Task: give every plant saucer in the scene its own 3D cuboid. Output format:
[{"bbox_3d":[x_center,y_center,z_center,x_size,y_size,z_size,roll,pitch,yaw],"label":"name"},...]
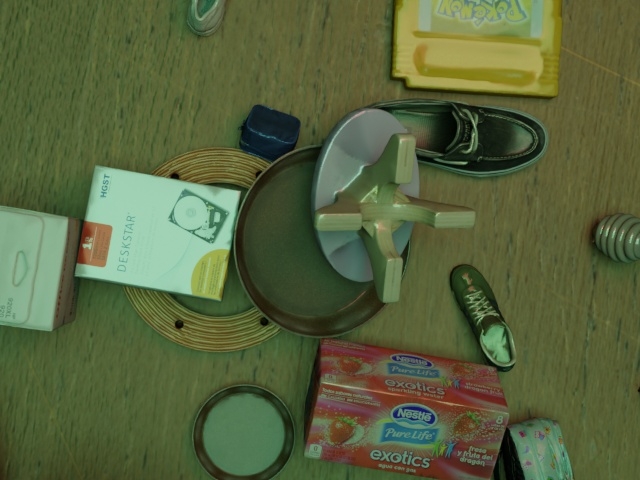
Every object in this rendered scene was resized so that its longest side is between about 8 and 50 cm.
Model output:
[{"bbox_3d":[0.000,0.000,1.828,0.311,0.050,0.310,-2,96,-23],"label":"plant saucer"},{"bbox_3d":[-0.125,0.318,1.859,0.168,0.029,0.168,0,90,-5],"label":"plant saucer"}]

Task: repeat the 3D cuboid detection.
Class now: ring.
[{"bbox_3d":[-0.164,0.015,1.862,0.337,0.032,0.336,0,89,-4],"label":"ring"}]

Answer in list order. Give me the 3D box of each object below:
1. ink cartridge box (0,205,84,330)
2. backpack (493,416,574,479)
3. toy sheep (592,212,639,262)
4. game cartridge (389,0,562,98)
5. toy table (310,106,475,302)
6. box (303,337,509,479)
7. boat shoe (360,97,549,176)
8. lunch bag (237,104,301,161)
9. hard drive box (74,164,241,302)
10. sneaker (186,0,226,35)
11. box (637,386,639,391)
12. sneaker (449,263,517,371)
[{"bbox_3d":[-0.461,0.038,1.734,0.168,0.233,0.171,8,88,-5],"label":"ink cartridge box"},{"bbox_3d":[0.352,0.381,1.851,0.115,0.152,0.182,-10,77,-10],"label":"backpack"},{"bbox_3d":[0.505,-0.003,1.876,0.091,0.132,0.091,-11,107,-40],"label":"toy sheep"},{"bbox_3d":[0.264,-0.405,1.895,0.285,0.053,0.323,3,88,-5],"label":"game cartridge"},{"bbox_3d":[0.089,-0.053,1.727,0.252,0.161,0.274,-13,109,-16],"label":"toy table"},{"bbox_3d":[0.131,0.269,1.802,0.300,0.154,0.142,10,113,-4],"label":"box"},{"bbox_3d":[0.214,-0.167,1.851,0.335,0.119,0.121,1,89,-5],"label":"boat shoe"},{"bbox_3d":[-0.087,-0.170,1.849,0.098,0.065,0.067,20,50,-2],"label":"lunch bag"},{"bbox_3d":[-0.253,-0.009,1.795,0.232,0.089,0.181,9,88,-4],"label":"hard drive box"},{"bbox_3d":[-0.168,-0.441,1.838,0.080,0.094,0.212,10,88,-3],"label":"sneaker"},{"bbox_3d":[0.605,0.281,1.888,0.137,0.094,0.027,32,86,-3],"label":"box"},{"bbox_3d":[0.275,0.127,1.867,0.064,0.086,0.192,-23,91,-5],"label":"sneaker"}]
